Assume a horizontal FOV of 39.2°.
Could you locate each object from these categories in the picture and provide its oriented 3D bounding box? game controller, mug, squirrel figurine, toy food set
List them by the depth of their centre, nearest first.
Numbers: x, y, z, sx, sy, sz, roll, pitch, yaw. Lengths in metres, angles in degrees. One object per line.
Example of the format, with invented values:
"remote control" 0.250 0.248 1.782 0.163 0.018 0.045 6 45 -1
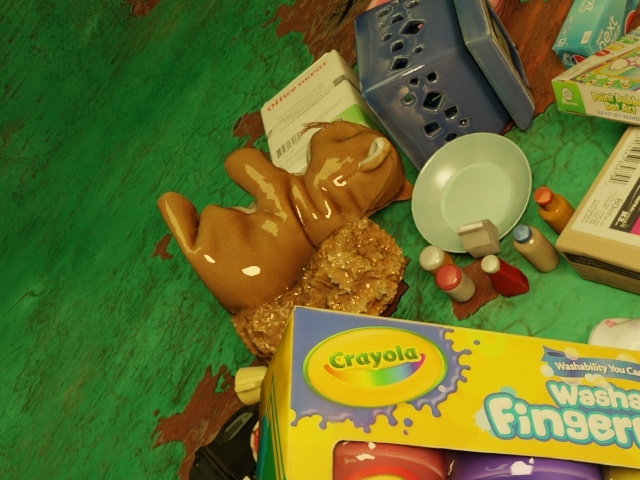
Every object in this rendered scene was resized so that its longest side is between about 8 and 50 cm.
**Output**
"toy food set" 0.231 0.011 1.228 0.232 0.104 0.111 -15 59 29
"game controller" -0.081 0.358 1.321 0.166 0.067 0.319 -42 33 -14
"squirrel figurine" 0.000 0.000 1.431 0.370 0.281 0.397 -33 56 0
"mug" -0.096 0.233 1.441 0.064 0.062 0.078 -17 24 26

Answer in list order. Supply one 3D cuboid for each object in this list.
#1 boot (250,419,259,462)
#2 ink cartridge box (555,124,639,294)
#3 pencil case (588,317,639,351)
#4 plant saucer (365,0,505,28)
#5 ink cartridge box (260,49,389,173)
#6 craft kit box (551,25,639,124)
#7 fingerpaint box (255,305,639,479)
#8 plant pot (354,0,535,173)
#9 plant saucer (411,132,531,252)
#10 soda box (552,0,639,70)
"boot" 0.127 0.268 0.964 0.377 0.284 0.138 -4 55 47
"ink cartridge box" 0.433 -0.046 1.099 0.193 0.088 0.235 18 71 54
"pencil case" 0.418 0.123 0.929 0.273 0.113 0.124 -12 13 42
"plant saucer" 0.221 -0.433 1.699 0.332 0.084 0.332 -28 40 27
"ink cartridge box" 0.007 -0.203 1.688 0.198 0.115 0.273 -36 37 17
"craft kit box" 0.476 -0.227 1.160 0.250 0.061 0.246 -32 30 -19
"fingerpaint box" 0.170 0.272 0.747 0.163 0.444 0.371 112 164 -53
"plant pot" 0.204 -0.268 1.441 0.212 0.236 0.236 -25 41 22
"plant saucer" 0.232 -0.068 1.358 0.195 0.037 0.195 -14 63 30
"soda box" 0.440 -0.359 1.397 0.067 0.071 0.210 7 63 49
